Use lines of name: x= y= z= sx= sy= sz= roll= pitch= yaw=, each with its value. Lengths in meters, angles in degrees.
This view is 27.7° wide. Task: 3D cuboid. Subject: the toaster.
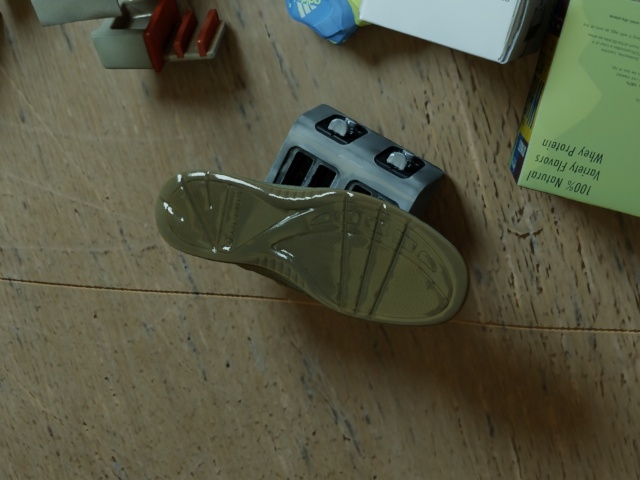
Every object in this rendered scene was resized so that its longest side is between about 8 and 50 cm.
toaster: x=0.020 y=-0.039 z=1.454 sx=0.168 sy=0.110 sz=0.186 roll=31 pitch=107 yaw=11

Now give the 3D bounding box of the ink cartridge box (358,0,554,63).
ink cartridge box: x=0.147 y=-0.248 z=1.321 sx=0.158 sy=0.218 sz=0.092 roll=19 pitch=104 yaw=13

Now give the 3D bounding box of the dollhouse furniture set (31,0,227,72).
dollhouse furniture set: x=-0.205 y=-0.319 z=1.417 sx=0.135 sy=0.262 sz=0.259 roll=-3 pitch=132 yaw=16

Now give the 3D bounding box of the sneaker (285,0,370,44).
sneaker: x=-0.021 y=-0.316 z=1.430 sx=0.240 sy=0.091 sz=0.126 roll=58 pitch=132 yaw=20

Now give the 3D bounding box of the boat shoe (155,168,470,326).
boat shoe: x=0.000 y=0.000 z=1.351 sx=0.341 sy=0.110 sz=0.122 roll=19 pitch=93 yaw=17

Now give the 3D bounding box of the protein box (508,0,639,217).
protein box: x=0.315 y=-0.138 z=1.313 sx=0.199 sy=0.136 sz=0.201 roll=14 pitch=103 yaw=1
